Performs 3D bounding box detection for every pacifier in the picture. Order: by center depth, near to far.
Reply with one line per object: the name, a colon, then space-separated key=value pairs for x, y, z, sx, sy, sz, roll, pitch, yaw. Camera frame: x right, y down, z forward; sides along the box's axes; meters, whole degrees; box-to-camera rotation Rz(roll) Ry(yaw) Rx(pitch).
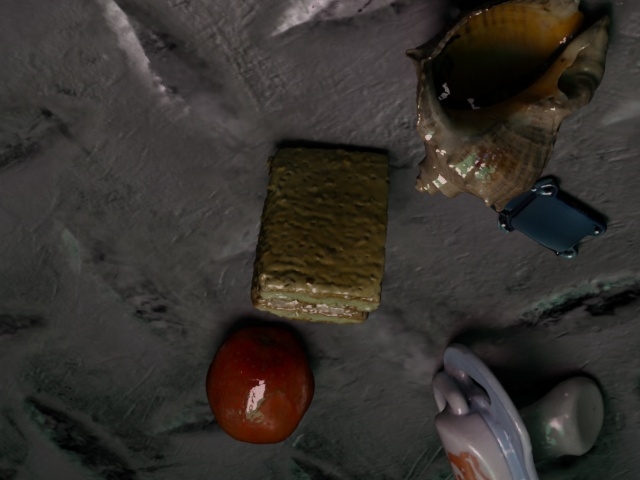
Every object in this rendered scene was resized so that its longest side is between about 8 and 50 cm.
pacifier: x=0.243 y=0.221 z=2.010 sx=0.207 sy=0.227 sz=0.279 roll=-25 pitch=114 yaw=-10

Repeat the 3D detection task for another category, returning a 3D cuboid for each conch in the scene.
conch: x=0.171 y=-0.144 z=1.615 sx=0.245 sy=0.163 sz=0.178 roll=-40 pitch=141 yaw=7

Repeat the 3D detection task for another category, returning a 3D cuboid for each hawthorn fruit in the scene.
hawthorn fruit: x=-0.070 y=0.168 z=2.015 sx=0.133 sy=0.133 sz=0.138 roll=5 pitch=128 yaw=5

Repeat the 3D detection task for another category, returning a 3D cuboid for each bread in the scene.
bread: x=0.000 y=0.000 z=1.768 sx=0.138 sy=0.196 sz=0.102 roll=3 pitch=141 yaw=0

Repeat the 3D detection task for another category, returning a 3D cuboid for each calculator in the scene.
calculator: x=0.235 y=-0.030 z=1.820 sx=0.141 sy=0.019 sz=0.094 roll=29 pitch=134 yaw=-18
